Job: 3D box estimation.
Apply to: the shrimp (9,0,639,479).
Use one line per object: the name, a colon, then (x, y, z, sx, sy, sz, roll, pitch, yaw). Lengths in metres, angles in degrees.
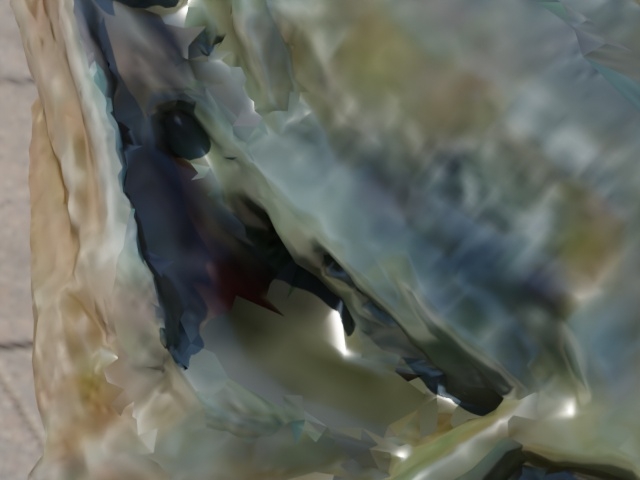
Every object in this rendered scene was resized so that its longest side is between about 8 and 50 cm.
shrimp: (0.000, 0.000, 0.459, 0.221, 0.110, 0.445, -42, 71, -9)
